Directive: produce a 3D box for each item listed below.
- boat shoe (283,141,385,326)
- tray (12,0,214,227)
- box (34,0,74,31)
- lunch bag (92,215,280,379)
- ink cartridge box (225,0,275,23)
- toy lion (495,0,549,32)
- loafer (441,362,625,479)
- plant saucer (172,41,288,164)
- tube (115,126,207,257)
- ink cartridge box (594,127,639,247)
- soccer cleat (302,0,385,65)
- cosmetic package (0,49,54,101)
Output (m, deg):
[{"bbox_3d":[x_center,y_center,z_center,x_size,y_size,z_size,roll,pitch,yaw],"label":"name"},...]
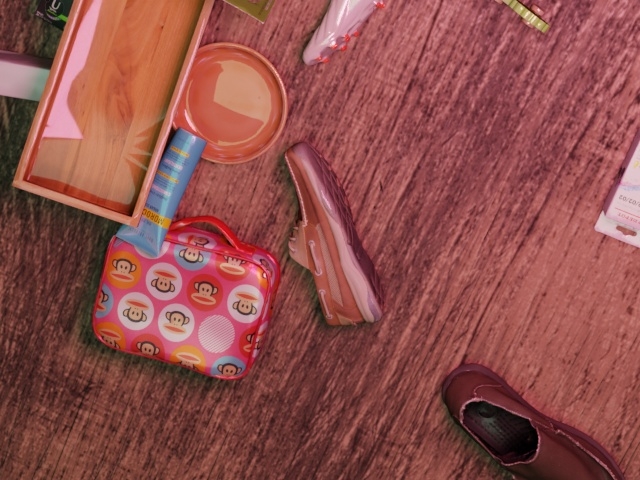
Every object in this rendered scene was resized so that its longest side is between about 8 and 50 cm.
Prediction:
[{"bbox_3d":[0.000,0.000,1.987,0.116,0.123,0.324,-19,100,15],"label":"boat shoe"},{"bbox_3d":[-0.317,-0.247,1.911,0.203,0.076,0.411,19,91,-7],"label":"tray"},{"bbox_3d":[-0.408,-0.374,1.976,0.083,0.052,0.062,30,108,1],"label":"box"},{"bbox_3d":[-0.221,0.078,2.039,0.293,0.120,0.258,17,107,4],"label":"lunch bag"},{"bbox_3d":[-0.161,-0.454,1.831,0.255,0.189,0.097,29,117,-8],"label":"ink cartridge box"},{"bbox_3d":[0.306,-0.353,1.855,0.100,0.096,0.034,37,107,-2],"label":"toy lion"},{"bbox_3d":[0.350,0.357,2.027,0.366,0.130,0.134,34,107,-2],"label":"loafer"},{"bbox_3d":[-0.150,-0.225,1.988,0.200,0.037,0.200,2,105,7],"label":"plant saucer"},{"bbox_3d":[-0.252,-0.081,1.970,0.080,0.052,0.207,28,94,17],"label":"tube"},{"bbox_3d":[0.515,-0.072,1.920,0.104,0.061,0.181,21,108,2],"label":"ink cartridge box"},{"bbox_3d":[0.036,-0.358,1.914,0.196,0.068,0.076,-44,80,15],"label":"soccer cleat"},{"bbox_3d":[-0.528,-0.275,1.997,0.239,0.099,0.060,10,106,6],"label":"cosmetic package"}]
